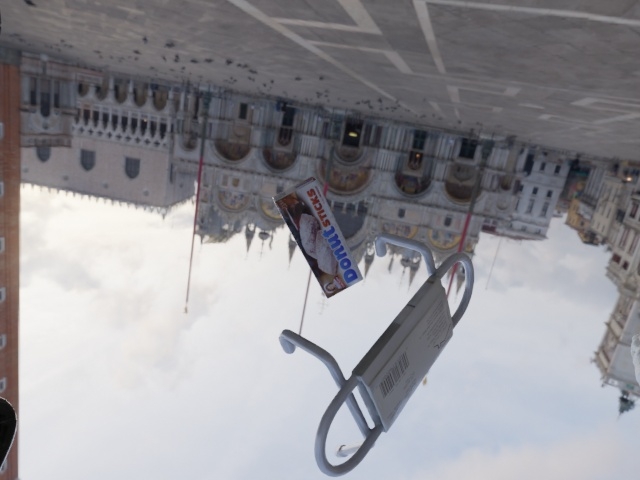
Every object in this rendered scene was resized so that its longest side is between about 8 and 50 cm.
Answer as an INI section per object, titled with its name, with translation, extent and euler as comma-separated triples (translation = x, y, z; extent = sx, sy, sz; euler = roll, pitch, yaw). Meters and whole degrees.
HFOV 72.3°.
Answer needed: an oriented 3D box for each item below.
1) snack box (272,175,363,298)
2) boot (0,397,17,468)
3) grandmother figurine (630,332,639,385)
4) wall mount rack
[snack box]
translation = 0.000, 0.000, 0.626
extent = 0.064, 0.178, 0.022
euler = -29, -152, -3
[boot]
translation = -0.279, 0.236, 0.267
extent = 0.085, 0.178, 0.236
euler = 25, -144, -16
[grandmother figurine]
translation = 0.264, 0.165, 0.177
extent = 0.208, 0.104, 0.342
euler = -16, -125, -6
[wall mount rack]
translation = 0.089, 0.170, 0.619
extent = 0.131, 0.304, 0.350
euler = 16, -132, 43
